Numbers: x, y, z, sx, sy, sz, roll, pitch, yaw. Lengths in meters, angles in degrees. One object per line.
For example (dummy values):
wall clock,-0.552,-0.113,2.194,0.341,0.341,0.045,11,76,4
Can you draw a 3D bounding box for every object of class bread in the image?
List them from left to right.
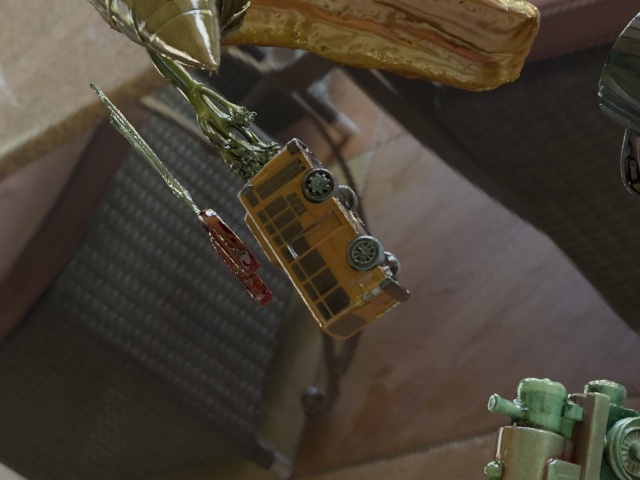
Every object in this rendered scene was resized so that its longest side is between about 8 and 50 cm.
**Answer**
bread,-0.010,-0.215,1.091,0.185,0.381,0.109,-105,26,-60

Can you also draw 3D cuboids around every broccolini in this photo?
broccolini,-0.170,-0.222,1.678,0.074,0.392,0.079,-37,2,4

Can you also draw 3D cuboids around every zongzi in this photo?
zongzi,-0.071,-0.137,0.855,0.081,0.189,0.178,-44,61,10

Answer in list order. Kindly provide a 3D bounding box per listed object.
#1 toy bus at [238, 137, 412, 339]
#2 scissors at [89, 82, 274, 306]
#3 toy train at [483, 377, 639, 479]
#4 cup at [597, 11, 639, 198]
toy bus,0.000,0.000,1.405,0.114,0.098,0.201,-36,70,7
scissors,-0.131,-0.046,1.199,0.017,0.144,0.247,-39,73,-9
toy train,0.284,0.303,1.549,0.150,0.222,0.304,-23,52,63
cup,0.292,-0.100,1.011,0.138,0.113,0.150,37,93,34
